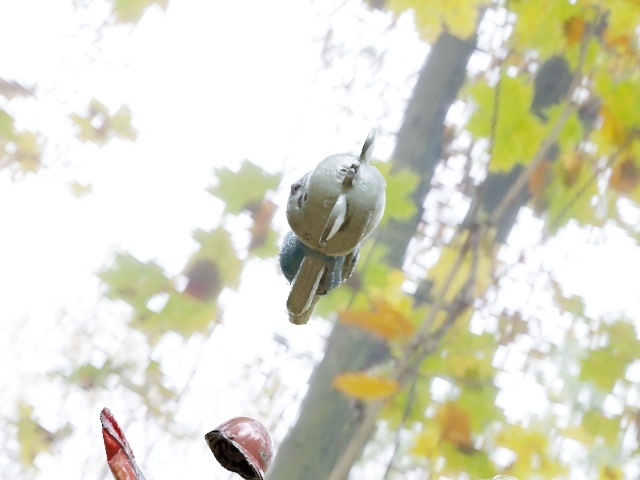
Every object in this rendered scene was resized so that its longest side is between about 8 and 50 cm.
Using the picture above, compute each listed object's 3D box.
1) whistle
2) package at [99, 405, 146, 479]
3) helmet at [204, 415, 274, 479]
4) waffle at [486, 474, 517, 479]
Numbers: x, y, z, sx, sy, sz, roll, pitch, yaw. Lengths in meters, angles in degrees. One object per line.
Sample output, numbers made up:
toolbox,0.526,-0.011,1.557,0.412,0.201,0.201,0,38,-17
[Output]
whistle,0.000,0.000,1.591,0.077,0.114,0.236,23,-32,1
package,-0.087,0.185,1.138,0.022,0.200,0.083,-29,-47,-4
helmet,-0.069,0.200,1.871,0.084,0.049,0.065,24,-34,44
waffle,0.114,0.290,1.497,0.229,0.219,0.057,-4,-16,19
